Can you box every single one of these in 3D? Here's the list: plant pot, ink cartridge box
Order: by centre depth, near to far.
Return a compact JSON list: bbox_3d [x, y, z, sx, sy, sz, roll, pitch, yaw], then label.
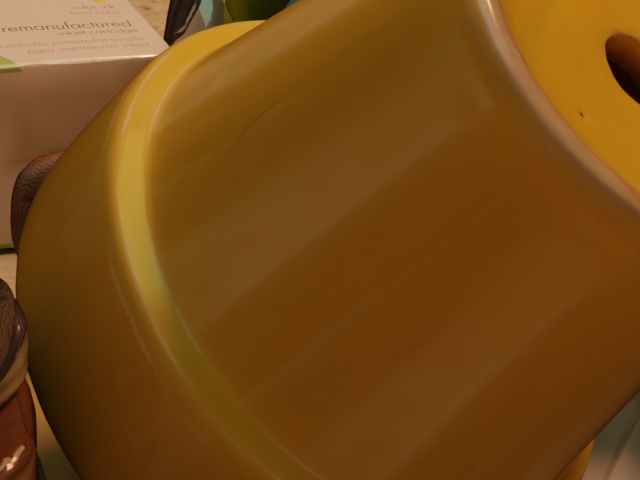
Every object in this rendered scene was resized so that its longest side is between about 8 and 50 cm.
[{"bbox_3d":[0.047,-0.007,0.682,0.254,0.239,0.254,24,47,-28],"label":"plant pot"},{"bbox_3d":[-0.244,-0.125,1.082,0.207,0.119,0.353,-7,30,-24],"label":"ink cartridge box"}]

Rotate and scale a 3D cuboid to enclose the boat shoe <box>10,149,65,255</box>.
[{"bbox_3d":[0.000,0.000,0.915,0.324,0.123,0.116,7,15,-11],"label":"boat shoe"}]

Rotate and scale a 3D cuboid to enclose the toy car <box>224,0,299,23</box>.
[{"bbox_3d":[0.040,-0.113,0.932,0.182,0.159,0.136,11,34,-21],"label":"toy car"}]

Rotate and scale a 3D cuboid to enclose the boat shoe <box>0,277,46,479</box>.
[{"bbox_3d":[-0.194,0.067,0.730,0.122,0.120,0.324,-20,17,-18],"label":"boat shoe"}]

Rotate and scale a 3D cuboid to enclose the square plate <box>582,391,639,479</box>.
[{"bbox_3d":[0.242,0.156,0.723,0.344,0.049,0.347,16,28,17],"label":"square plate"}]

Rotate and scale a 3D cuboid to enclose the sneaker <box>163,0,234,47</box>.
[{"bbox_3d":[0.043,-0.165,1.199,0.147,0.145,0.384,24,33,31],"label":"sneaker"}]
